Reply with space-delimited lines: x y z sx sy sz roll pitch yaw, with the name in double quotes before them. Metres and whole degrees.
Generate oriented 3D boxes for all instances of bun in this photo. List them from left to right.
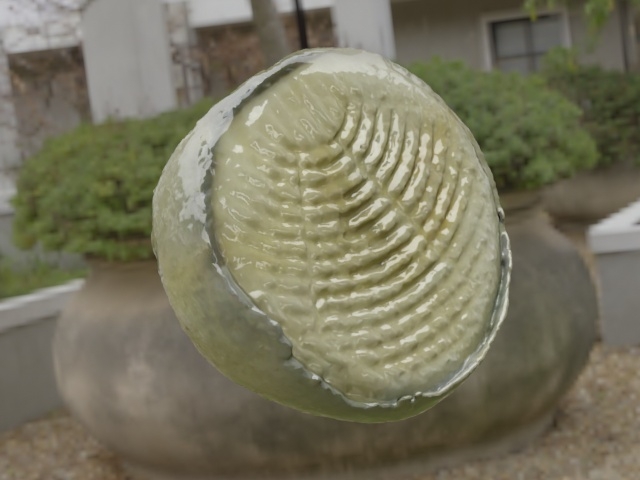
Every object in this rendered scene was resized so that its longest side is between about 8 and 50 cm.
"bun" -0.001 0.004 1.359 0.364 0.364 0.202 -11 -12 -35
